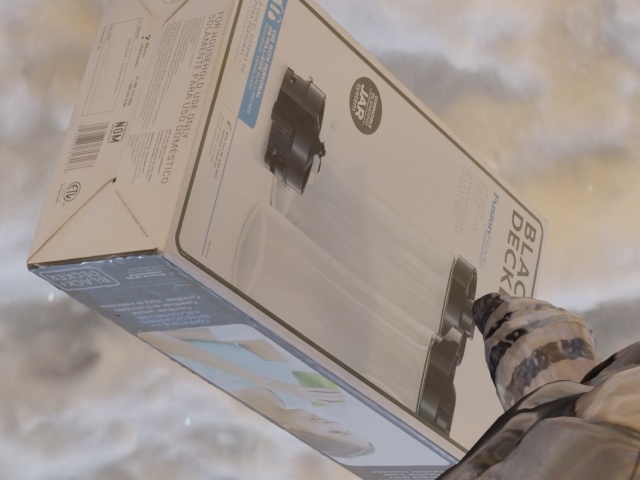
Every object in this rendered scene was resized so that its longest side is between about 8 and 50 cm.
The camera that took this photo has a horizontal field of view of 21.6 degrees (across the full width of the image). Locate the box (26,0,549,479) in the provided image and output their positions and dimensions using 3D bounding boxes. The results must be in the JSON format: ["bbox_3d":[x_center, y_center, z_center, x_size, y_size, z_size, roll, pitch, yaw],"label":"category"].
[{"bbox_3d":[0.000,0.000,0.851,0.087,0.169,0.290,-6,149,37],"label":"box"}]

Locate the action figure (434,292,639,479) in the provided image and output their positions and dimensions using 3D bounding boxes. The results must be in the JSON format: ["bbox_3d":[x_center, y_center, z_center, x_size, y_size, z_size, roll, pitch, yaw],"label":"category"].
[{"bbox_3d":[0.071,0.119,0.458,0.179,0.330,0.341,30,107,11],"label":"action figure"}]
